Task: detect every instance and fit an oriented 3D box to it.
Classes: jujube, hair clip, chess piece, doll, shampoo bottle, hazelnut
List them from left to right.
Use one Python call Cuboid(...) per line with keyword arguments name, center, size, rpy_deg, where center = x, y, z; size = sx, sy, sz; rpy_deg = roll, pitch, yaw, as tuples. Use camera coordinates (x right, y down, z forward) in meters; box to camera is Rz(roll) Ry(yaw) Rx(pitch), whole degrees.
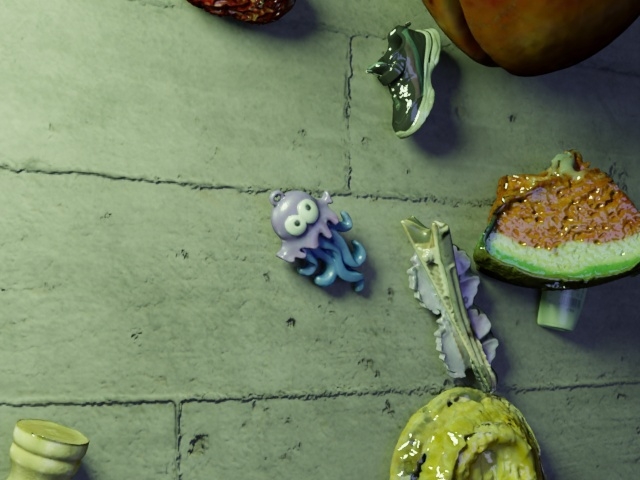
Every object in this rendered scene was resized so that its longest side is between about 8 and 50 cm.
Cuboid(name="chess piece", center=(-0.338, 0.313, 1.297), size=(0.090, 0.090, 0.200), rpy_deg=(18, 90, -28))
Cuboid(name="jujube", center=(-0.106, -0.325, 1.436), size=(0.165, 0.104, 0.104), rpy_deg=(-6, 91, -25))
Cuboid(name="doll", center=(0.000, 0.000, 1.505), size=(0.206, 0.067, 0.110), rpy_deg=(43, 77, -33))
Cuboid(name="hair clip", center=(0.193, 0.090, 1.608), size=(0.106, 0.084, 0.292), rpy_deg=(-33, 109, -32))
Cuboid(name="hazelnut", center=(0.329, -0.442, 1.531), size=(0.402, 0.402, 0.429), rpy_deg=(50, 55, -19))
Cuboid(name="shampoo bottle", center=(0.383, 0.032, 1.732), size=(0.072, 0.049, 0.213), rpy_deg=(16, 81, -17))

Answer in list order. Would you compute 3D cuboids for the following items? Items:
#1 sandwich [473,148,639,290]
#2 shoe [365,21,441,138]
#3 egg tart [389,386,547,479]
Cuboid(name="sandwich", center=(0.344, -0.016, 1.654), size=(0.292, 0.109, 0.212), rpy_deg=(-17, 77, -16))
Cuboid(name="shoe", center=(0.108, -0.230, 1.573), size=(0.099, 0.071, 0.169), rpy_deg=(17, 76, -26))
Cuboid(name="egg tart", center=(0.224, 0.346, 1.605), size=(0.278, 0.095, 0.279), rpy_deg=(2, 87, -28))
